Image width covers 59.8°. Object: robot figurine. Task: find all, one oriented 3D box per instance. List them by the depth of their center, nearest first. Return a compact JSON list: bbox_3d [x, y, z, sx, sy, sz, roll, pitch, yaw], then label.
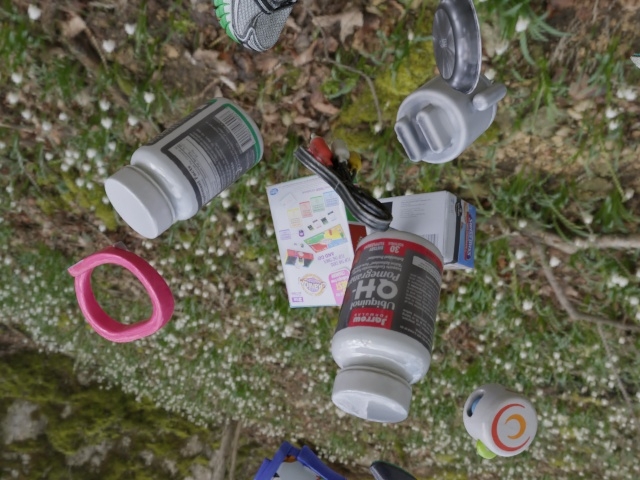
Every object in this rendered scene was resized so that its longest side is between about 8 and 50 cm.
[{"bbox_3d":[0.337,-0.335,1.471,0.300,0.199,0.353,-10,-157,47],"label":"robot figurine"}]

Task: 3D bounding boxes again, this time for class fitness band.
[{"bbox_3d":[-0.433,0.116,1.199,0.291,0.209,0.054,-20,-165,37],"label":"fitness band"}]

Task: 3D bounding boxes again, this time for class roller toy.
[{"bbox_3d":[0.543,0.538,1.692,0.209,0.191,0.146,-12,-174,-16],"label":"roller toy"}]

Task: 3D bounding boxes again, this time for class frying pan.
[{"bbox_3d":[0.247,-0.423,1.011,0.053,0.326,0.197,-12,-140,-2],"label":"frying pan"}]

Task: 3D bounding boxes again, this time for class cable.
[{"bbox_3d":[0.040,-0.120,0.991,0.140,0.072,0.287,18,-158,-26],"label":"cable"}]

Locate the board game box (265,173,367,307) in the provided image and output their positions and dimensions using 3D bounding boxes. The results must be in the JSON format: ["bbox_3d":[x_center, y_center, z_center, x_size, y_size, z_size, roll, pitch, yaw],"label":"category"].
[{"bbox_3d":[0.000,0.000,1.345,0.242,0.316,0.064,-7,-174,41],"label":"board game box"}]

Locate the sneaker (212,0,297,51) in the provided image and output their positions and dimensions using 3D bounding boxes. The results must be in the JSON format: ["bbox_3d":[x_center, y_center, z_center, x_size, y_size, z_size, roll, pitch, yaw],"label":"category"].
[{"bbox_3d":[-0.035,-0.359,0.709,0.146,0.134,0.343,40,149,-2],"label":"sneaker"}]

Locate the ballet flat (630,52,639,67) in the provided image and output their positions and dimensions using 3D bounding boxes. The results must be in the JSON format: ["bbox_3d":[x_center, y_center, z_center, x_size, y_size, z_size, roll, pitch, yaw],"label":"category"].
[{"bbox_3d":[0.747,-0.395,1.241,0.057,0.052,0.168,-1,-164,-2],"label":"ballet flat"}]

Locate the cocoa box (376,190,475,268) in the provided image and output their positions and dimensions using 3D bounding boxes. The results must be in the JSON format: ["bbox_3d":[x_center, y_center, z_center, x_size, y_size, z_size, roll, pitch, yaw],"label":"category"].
[{"bbox_3d":[0.336,-0.023,1.946,0.347,0.231,0.228,-4,166,40],"label":"cocoa box"}]

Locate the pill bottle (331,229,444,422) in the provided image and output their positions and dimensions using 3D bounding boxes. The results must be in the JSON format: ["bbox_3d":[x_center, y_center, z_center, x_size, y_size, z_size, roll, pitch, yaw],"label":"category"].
[{"bbox_3d":[0.119,0.152,1.008,0.176,0.318,0.176,11,145,8],"label":"pill bottle"}]

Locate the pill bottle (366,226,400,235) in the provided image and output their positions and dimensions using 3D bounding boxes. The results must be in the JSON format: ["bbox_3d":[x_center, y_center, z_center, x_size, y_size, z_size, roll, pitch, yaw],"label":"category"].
[{"bbox_3d":[0.186,-0.012,1.768,0.160,0.087,0.087,19,-179,-41],"label":"pill bottle"}]

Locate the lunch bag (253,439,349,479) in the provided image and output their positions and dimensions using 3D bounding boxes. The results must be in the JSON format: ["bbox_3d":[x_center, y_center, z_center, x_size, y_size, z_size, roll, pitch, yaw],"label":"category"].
[{"bbox_3d":[-0.014,0.544,0.875,0.328,0.385,0.239,32,-160,11],"label":"lunch bag"}]

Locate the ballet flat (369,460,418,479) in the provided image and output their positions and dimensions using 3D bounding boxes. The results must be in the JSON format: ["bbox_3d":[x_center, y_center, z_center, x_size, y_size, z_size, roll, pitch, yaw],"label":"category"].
[{"bbox_3d":[0.182,0.523,1.152,0.203,0.074,0.074,35,177,-23],"label":"ballet flat"}]

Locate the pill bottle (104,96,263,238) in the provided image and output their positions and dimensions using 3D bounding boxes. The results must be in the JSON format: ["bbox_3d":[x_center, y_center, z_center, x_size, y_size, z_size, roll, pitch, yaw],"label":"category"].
[{"bbox_3d":[-0.327,-0.180,1.363,0.204,0.204,0.361,18,-130,38],"label":"pill bottle"}]
